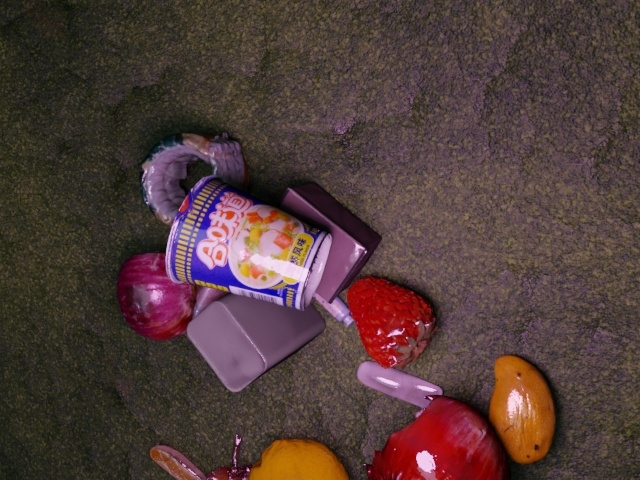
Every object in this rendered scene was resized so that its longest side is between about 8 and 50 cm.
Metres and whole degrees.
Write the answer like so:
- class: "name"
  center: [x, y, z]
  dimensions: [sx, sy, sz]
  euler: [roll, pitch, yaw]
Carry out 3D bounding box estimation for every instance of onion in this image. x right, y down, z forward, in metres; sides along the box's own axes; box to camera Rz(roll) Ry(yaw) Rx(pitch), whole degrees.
- class: "onion"
  center: [-0.458, 0.156, 1.766]
  dimensions: [0.273, 0.230, 0.256]
  euler: [-29, 88, 14]
- class: "onion"
  center: [0.294, 0.542, 1.492]
  dimensions: [0.342, 0.341, 0.341]
  euler: [3, 99, 20]

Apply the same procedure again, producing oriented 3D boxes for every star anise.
- class: "star anise"
  center: [-0.258, 0.648, 1.848]
  dimensions: [0.141, 0.158, 0.144]
  euler: [-23, 56, 12]

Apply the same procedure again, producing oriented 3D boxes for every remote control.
- class: "remote control"
  center: [0.202, 0.380, 1.647]
  dimensions: [0.229, 0.044, 0.073]
  euler: [19, 101, 18]

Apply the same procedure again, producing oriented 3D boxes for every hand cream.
- class: "hand cream"
  center: [0.023, 0.159, 1.682]
  dimensions: [0.171, 0.043, 0.065]
  euler: [45, 113, 11]

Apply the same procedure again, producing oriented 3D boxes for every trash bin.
- class: "trash bin"
  center: [-0.161, 0.224, 1.601]
  dimensions: [0.158, 0.343, 0.223]
  euler: [-41, 83, 23]

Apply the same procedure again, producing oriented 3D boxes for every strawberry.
- class: "strawberry"
  center: [0.164, 0.190, 1.581]
  dimensions: [0.244, 0.205, 0.205]
  euler: [45, 111, 33]

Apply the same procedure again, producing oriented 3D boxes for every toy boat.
- class: "toy boat"
  center: [-0.314, 0.197, 1.747]
  dimensions: [0.096, 0.206, 0.282]
  euler: [31, 123, 3]

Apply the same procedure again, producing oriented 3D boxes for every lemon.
- class: "lemon"
  center: [-0.054, 0.677, 1.664]
  dimensions: [0.297, 0.297, 0.296]
  euler: [3, 99, 20]

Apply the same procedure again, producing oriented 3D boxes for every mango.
- class: "mango"
  center: [0.479, 0.407, 1.513]
  dimensions: [0.157, 0.109, 0.262]
  euler: [-9, 93, 25]

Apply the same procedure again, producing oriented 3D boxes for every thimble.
- class: "thimble"
  center: [-0.338, -0.167, 1.704]
  dimensions: [0.288, 0.167, 0.254]
  euler: [-37, 86, 22]

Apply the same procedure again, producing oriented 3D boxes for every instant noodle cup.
- class: "instant noodle cup"
  center: [-0.150, 0.021, 1.457]
  dimensions: [0.313, 0.284, 0.284]
  euler: [19, 104, 9]

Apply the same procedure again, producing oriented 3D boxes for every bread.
- class: "bread"
  center: [-0.422, 0.687, 1.920]
  dimensions: [0.214, 0.053, 0.073]
  euler: [33, 112, 10]

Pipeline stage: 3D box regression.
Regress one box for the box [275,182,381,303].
- class: "box"
  center: [0.000, 0.000, 1.610]
  dimensions: [0.252, 0.153, 0.188]
  euler: [37, 111, 11]
